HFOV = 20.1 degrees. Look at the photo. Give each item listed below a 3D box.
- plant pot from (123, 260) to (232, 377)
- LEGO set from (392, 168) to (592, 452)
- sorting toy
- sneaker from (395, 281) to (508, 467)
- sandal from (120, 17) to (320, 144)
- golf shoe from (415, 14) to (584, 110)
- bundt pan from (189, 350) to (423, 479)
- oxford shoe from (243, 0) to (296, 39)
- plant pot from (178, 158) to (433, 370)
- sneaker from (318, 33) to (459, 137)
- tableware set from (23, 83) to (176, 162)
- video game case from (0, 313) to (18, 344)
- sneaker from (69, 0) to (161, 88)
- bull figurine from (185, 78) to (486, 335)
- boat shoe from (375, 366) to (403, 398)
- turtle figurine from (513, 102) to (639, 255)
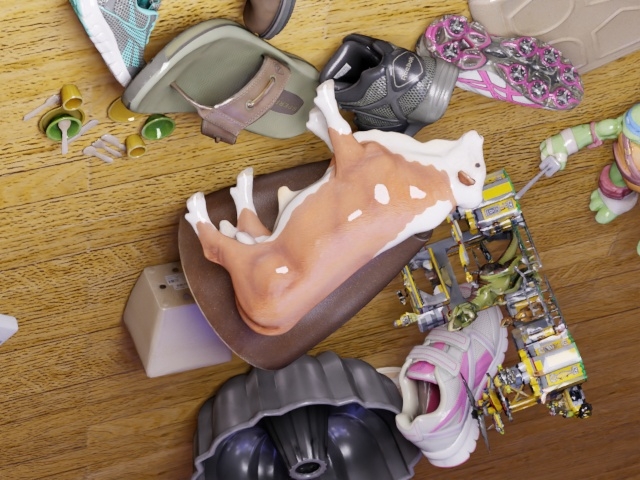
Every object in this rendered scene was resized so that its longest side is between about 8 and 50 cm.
[{"bbox_3d":[-0.169,0.084,2.163,0.109,0.109,0.096,-11,137,-19],"label":"plant pot"},{"bbox_3d":[0.188,0.092,2.228,0.192,0.331,0.255,-20,171,1],"label":"LEGO set"},{"bbox_3d":[0.272,-0.270,1.931,0.229,0.041,0.307,-19,151,5],"label":"sorting toy"},{"bbox_3d":[0.170,0.168,2.406,0.103,0.252,0.111,-3,156,41],"label":"sneaker"},{"bbox_3d":[-0.075,-0.145,1.812,0.120,0.086,0.303,-47,152,23],"label":"sandal"},{"bbox_3d":[0.192,-0.186,1.935,0.186,0.067,0.086,22,166,-6],"label":"golf shoe"},{"bbox_3d":[-0.030,0.268,2.503,0.331,0.124,0.331,-10,142,-8],"label":"bundt pan"},{"bbox_3d":[-0.061,-0.271,1.679,0.096,0.083,0.227,3,147,-4],"label":"oxford shoe"},{"bbox_3d":[0.000,0.000,1.983,0.230,0.215,0.215,-28,151,27],"label":"plant pot"},{"bbox_3d":[0.055,-0.158,1.931,0.130,0.087,0.227,24,166,-8],"label":"sneaker"},{"bbox_3d":[-0.222,-0.120,1.862,0.104,0.024,0.154,-33,149,19],"label":"tableware set"},{"bbox_3d":[-0.485,0.136,2.115,0.201,0.023,0.183,-38,147,27],"label":"video game case"},{"bbox_3d":[-0.181,-0.203,1.715,0.076,0.065,0.166,-29,155,-2],"label":"sneaker"},{"bbox_3d":[0.017,-0.041,1.843,0.310,0.188,0.101,-39,170,6],"label":"bull figurine"},{"bbox_3d":[0.111,0.219,2.611,0.170,0.059,0.063,-6,149,-23],"label":"boat shoe"},{"bbox_3d":[0.357,-0.045,2.204,0.198,0.274,0.266,8,161,17],"label":"turtle figurine"}]
